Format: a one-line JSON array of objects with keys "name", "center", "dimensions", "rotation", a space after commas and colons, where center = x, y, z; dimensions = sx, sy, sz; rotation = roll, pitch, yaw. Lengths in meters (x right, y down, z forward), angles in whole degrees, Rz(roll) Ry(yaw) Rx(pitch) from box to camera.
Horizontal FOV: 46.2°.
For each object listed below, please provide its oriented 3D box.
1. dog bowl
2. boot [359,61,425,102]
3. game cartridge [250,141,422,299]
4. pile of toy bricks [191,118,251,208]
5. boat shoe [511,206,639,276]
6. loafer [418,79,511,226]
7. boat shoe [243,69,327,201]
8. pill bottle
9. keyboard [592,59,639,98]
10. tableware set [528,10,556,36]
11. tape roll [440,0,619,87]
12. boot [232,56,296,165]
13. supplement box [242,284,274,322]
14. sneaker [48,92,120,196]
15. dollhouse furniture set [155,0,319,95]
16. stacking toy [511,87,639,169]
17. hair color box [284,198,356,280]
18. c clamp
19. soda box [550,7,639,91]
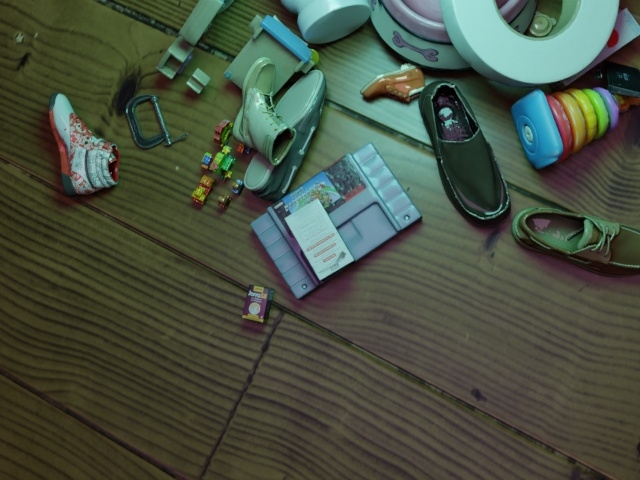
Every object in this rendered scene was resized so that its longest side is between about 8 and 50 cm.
[{"name": "dog bowl", "center": [0.304, -0.605, 1.720], "dimensions": [0.407, 0.150, 0.408], "rotation": [-1, 80, 5]}, {"name": "boot", "center": [0.175, -0.361, 1.789], "dimensions": [0.157, 0.059, 0.085], "rotation": [-20, 86, 6]}, {"name": "game cartridge", "center": [0.032, -0.049, 1.783], "dimensions": [0.355, 0.068, 0.230], "rotation": [-34, 84, 5]}, {"name": "pile of toy bricks", "center": [-0.240, -0.182, 1.818], "dimensions": [0.118, 0.105, 0.212], "rotation": [25, 89, 11]}, {"name": "boat shoe", "center": [0.584, 0.002, 1.647], "dimensions": [0.323, 0.120, 0.123], "rotation": [12, 87, 11]}, {"name": "loafer", "center": [0.318, -0.198, 1.702], "dimensions": [0.133, 0.130, 0.366], "rotation": [-27, 86, 6]}, {"name": "boat shoe", "center": [-0.070, -0.249, 1.814], "dimensions": [0.112, 0.095, 0.335], "rotation": [25, 85, 45]}, {"name": "pill bottle", "center": [-0.024, -0.668, 1.776], "dimensions": [0.210, 0.210, 0.363], "rotation": [-23, 81, 7]}, {"name": "keyboard", "center": [0.652, -0.357, 1.655], "dimensions": [0.108, 0.180, 0.023], "rotation": [17, 123, 8]}, {"name": "tableware set", "center": [0.529, -0.456, 1.754], "dimensions": [0.141, 0.020, 0.169], "rotation": [30, 89, 11]}, {"name": "tape roll", "center": [0.442, -0.521, 1.585], "dimensions": [0.391, 0.072, 0.392], "rotation": [0, 92, -12]}, {"name": "boot", "center": [-0.116, -0.296, 1.723], "dimensions": [0.165, 0.077, 0.213], "rotation": [39, 120, 40]}, {"name": "supplement box", "center": [-0.149, 0.151, 1.800], "dimensions": [0.054, 0.043, 0.083], "rotation": [10, 86, 12]}, {"name": "sneaker", "center": [-0.588, -0.252, 1.896], "dimensions": [0.144, 0.090, 0.270], "rotation": [-12, 86, 8]}, {"name": "dollhouse furniture set", "center": [-0.185, -0.469, 1.855], "dimensions": [0.303, 0.198, 0.286], "rotation": [36, 129, -14]}, {"name": "stacking toy", "center": [0.597, -0.283, 1.676], "dimensions": [0.301, 0.175, 0.166], "rotation": [-20, 88, -7]}, {"name": "hair color box", "center": [0.000, 0.000, 1.728], "dimensions": [0.093, 0.053, 0.167], "rotation": [-31, 79, 4]}, {"name": "c clamp", "center": [-0.422, -0.304, 1.908], "dimensions": [0.137, 0.022, 0.161], "rotation": [-27, 82, 11]}, {"name": "soda box", "center": [0.610, -0.427, 1.696], "dimensions": [0.216, 0.074, 0.069], "rotation": [-34, 88, -1]}]
